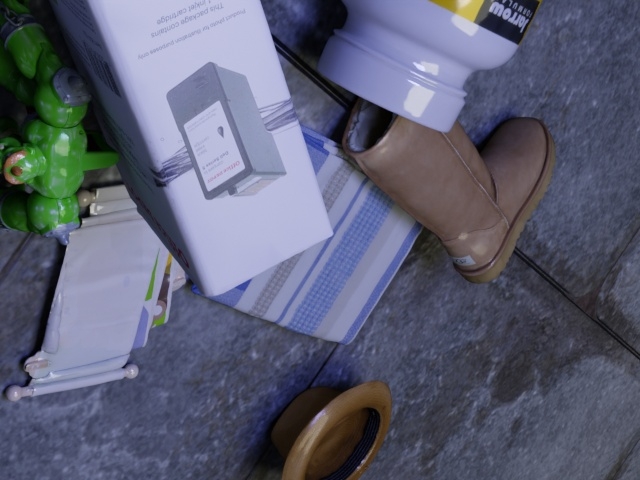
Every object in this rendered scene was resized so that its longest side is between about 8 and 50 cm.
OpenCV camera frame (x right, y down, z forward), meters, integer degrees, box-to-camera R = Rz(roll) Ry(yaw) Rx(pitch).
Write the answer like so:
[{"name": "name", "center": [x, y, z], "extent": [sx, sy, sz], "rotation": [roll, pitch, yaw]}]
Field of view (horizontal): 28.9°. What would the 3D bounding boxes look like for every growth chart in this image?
[{"name": "growth chart", "center": [-0.192, 0.045, 1.173], "extent": [0.172, 0.021, 0.237], "rotation": [0, 117, -48]}]

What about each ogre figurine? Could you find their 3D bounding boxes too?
[{"name": "ogre figurine", "center": [-0.222, -0.084, 0.963], "extent": [0.097, 0.118, 0.197], "rotation": [8, 110, -50]}]

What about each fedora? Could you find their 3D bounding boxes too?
[{"name": "fedora", "center": [0.003, 0.231, 1.478], "extent": [0.194, 0.079, 0.194], "rotation": [-34, 141, -34]}]

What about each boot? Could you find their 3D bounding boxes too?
[{"name": "boot", "center": [0.152, -0.111, 1.370], "extent": [0.269, 0.089, 0.236], "rotation": [46, 55, -40]}]

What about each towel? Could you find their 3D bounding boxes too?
[{"name": "towel", "center": [0.000, 0.000, 1.339], "extent": [0.285, 0.034, 0.209], "rotation": [24, 99, -52]}]

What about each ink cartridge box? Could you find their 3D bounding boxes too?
[{"name": "ink cartridge box", "center": [-0.110, -0.124, 0.933], "extent": [0.115, 0.198, 0.273], "rotation": [-27, 124, -13]}]

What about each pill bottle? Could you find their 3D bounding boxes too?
[{"name": "pill bottle", "center": [0.129, -0.278, 1.140], "extent": [0.188, 0.188, 0.334], "rotation": [11, 109, -50]}]
